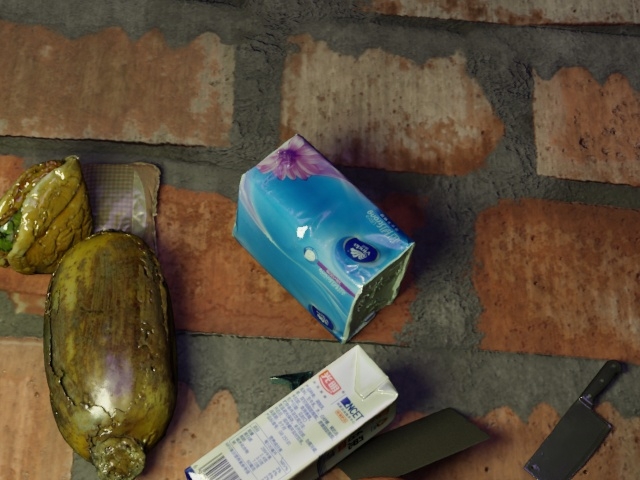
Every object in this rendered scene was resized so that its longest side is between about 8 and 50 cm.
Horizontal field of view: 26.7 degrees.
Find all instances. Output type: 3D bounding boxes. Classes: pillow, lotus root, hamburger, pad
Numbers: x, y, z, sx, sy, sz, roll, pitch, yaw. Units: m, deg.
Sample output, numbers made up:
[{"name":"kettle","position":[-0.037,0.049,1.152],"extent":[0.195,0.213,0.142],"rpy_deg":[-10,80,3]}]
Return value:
[{"name":"pillow","position":[-0.325,-0.036,2.165],"extent":[0.135,0.034,0.211],"rpy_deg":[0,61,-7]},{"name":"lotus root","position":[-0.306,0.163,1.976],"extent":[0.195,0.179,0.398],"rpy_deg":[-13,57,5]},{"name":"hamburger","position":[-0.419,-0.031,2.053],"extent":[0.130,0.206,0.183],"rpy_deg":[35,68,2]},{"name":"pad","position":[0.130,0.305,1.983],"extent":[0.211,0.143,0.003],"rpy_deg":[-19,109,-16]}]

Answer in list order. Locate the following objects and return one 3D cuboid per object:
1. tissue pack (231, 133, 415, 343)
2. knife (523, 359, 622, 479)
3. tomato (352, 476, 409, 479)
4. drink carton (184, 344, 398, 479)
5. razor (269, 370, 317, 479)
[{"name":"tissue pack","position":[0.000,0.000,2.086],"extent":[0.146,0.198,0.263],"rpy_deg":[-39,71,-26]},{"name":"knife","position":[0.408,0.285,2.080],"extent":[0.072,0.019,0.245],"rpy_deg":[38,66,10]},{"name":"tomato","position":[0.084,0.446,1.813],"extent":[0.264,0.265,0.265],"rpy_deg":[3,60,-5]},{"name":"drink carton","position":[-0.038,0.289,1.930],"extent":[0.315,0.130,0.106],"rpy_deg":[-36,73,-13]},{"name":"razor","position":[-0.030,0.282,2.016],"extent":[0.066,0.033,0.190],"rpy_deg":[-6,62,-9]}]
